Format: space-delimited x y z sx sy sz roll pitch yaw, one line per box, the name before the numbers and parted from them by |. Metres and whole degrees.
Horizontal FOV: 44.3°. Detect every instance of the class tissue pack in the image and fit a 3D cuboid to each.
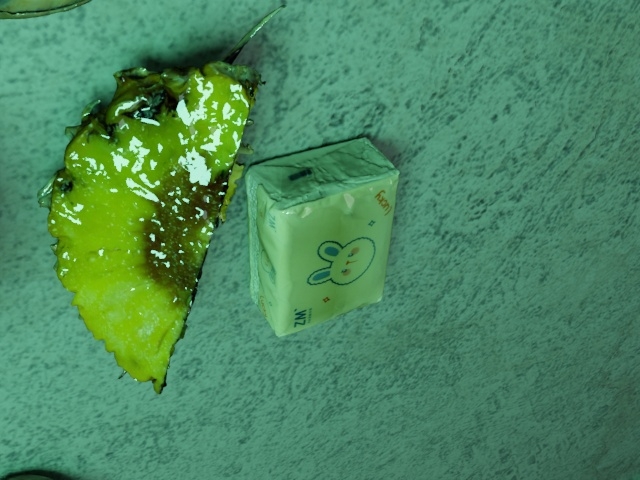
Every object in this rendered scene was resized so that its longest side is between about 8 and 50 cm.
tissue pack | 0.000 0.000 0.865 0.148 0.092 0.196 -18 138 -20

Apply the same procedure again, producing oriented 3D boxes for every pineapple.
pineapple | -0.152 -0.052 0.704 0.161 0.158 0.335 18 121 1

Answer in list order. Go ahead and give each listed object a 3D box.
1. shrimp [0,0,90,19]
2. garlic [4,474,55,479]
shrimp | -0.246 -0.235 0.493 0.290 0.054 0.222 -20 139 -22
garlic | -0.371 0.418 0.968 0.207 0.207 0.257 -18 148 -19
